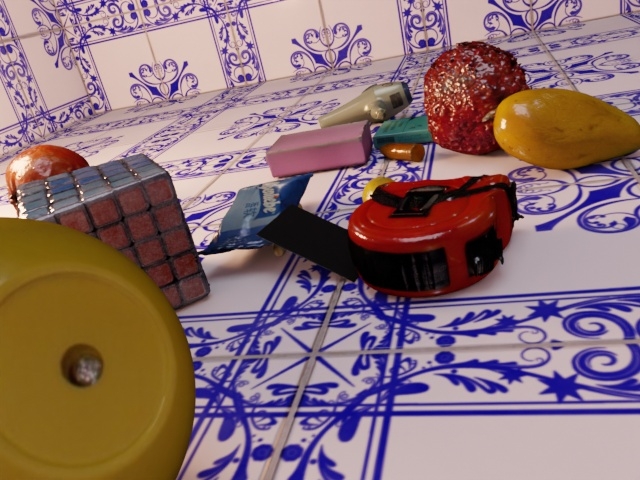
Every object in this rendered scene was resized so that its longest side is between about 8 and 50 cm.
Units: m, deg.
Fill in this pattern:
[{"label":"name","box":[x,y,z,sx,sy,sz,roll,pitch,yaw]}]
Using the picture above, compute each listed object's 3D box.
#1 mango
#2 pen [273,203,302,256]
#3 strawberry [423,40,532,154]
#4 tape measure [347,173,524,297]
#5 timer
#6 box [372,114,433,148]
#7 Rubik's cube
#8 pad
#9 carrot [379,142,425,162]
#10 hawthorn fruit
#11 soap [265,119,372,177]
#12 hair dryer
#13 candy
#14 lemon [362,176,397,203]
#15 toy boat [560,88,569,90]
[{"label":"mango","box":[0.485,-0.222,1.165,0.317,0.119,0.176,4,59,4]},{"label":"pen","box":[-0.063,-0.029,1.166,0.040,0.032,0.233,-32,20,18]},{"label":"strawberry","box":[0.371,-0.324,1.325,0.274,0.274,0.220,-19,-1,-12]},{"label":"tape measure","box":[0.171,-0.015,0.912,0.253,0.114,0.260,-1,26,27]},{"label":"timer","box":[-0.311,0.163,0.547,0.387,0.376,0.376,-24,13,38]},{"label":"box","box":[0.272,-0.306,1.593,0.229,0.041,0.162,-4,25,21]},{"label":"Rubik's cube","box":[-0.358,0.004,0.997,0.237,0.238,0.237,-22,25,-23]},{"label":"pad","box":[0.000,0.000,1.005,0.190,0.004,0.127,26,37,16]},{"label":"carrot","box":[0.193,-0.219,1.444,0.048,0.048,0.139,-28,25,-30]},{"label":"hawthorn fruit","box":[-0.639,-0.130,1.478,0.242,0.241,0.272,10,25,42]},{"label":"soap","box":[0.001,-0.244,1.551,0.259,0.081,0.181,-8,23,14]},{"label":"hair dryer","box":[0.110,-0.382,1.766,0.296,0.119,0.298,-13,19,32]},{"label":"candy","box":[-0.121,-0.060,1.162,0.187,0.077,0.331,-13,26,13]},{"label":"lemon","box":[0.121,-0.082,1.129,0.082,0.082,0.110,-16,28,-5]},{"label":"toy boat","box":[0.606,-0.349,1.478,0.064,0.072,0.206,-7,25,10]}]
